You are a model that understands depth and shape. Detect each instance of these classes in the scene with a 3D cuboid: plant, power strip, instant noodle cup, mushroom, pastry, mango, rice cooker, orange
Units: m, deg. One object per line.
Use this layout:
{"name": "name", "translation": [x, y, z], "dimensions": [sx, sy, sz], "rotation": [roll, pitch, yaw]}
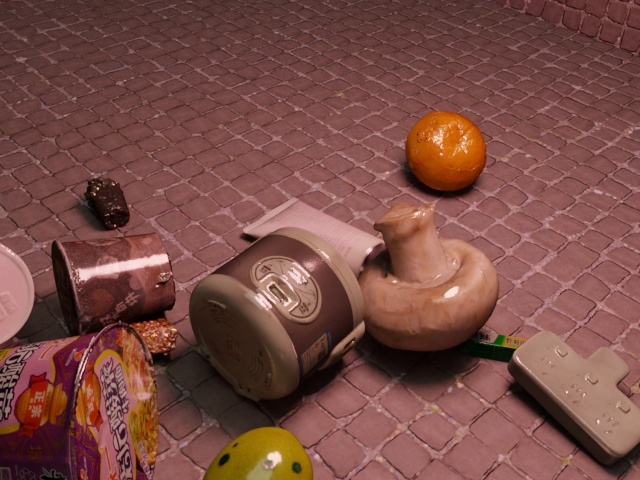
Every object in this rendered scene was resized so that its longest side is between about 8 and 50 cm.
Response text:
{"name": "plant", "translation": [-0.524, -0.097, 1.774], "dimensions": [0.092, 0.094, 0.143], "rotation": [-26, 52, -16]}
{"name": "power strip", "translation": [0.511, 0.278, 1.382], "dimensions": [0.194, 0.059, 0.265], "rotation": [-28, 59, -31]}
{"name": "instant noodle cup", "translation": [-0.437, 0.301, 1.151], "dimensions": [0.266, 0.339, 0.339], "rotation": [-4, 39, 8]}
{"name": "mushroom", "translation": [0.202, 0.071, 1.452], "dimensions": [0.298, 0.290, 0.297], "rotation": [-15, 28, 8]}
{"name": "pastry", "translation": [-0.369, 0.208, 1.438], "dimensions": [0.170, 0.063, 0.087], "rotation": [-11, 72, -20]}
{"name": "mango", "translation": [-0.124, 0.426, 1.137], "dimensions": [0.175, 0.143, 0.293], "rotation": [24, 53, 25]}
{"name": "rice cooker", "translation": [-0.076, 0.135, 1.385], "dimensions": [0.288, 0.288, 0.277], "rotation": [31, 46, 29]}
{"name": "instant noodle cup", "translation": [-0.422, 0.085, 1.478], "dimensions": [0.207, 0.217, 0.217], "rotation": [-13, 42, -28]}
{"name": "orange", "translation": [0.333, -0.237, 1.919], "dimensions": [0.219, 0.193, 0.219], "rotation": [11, 70, -32]}

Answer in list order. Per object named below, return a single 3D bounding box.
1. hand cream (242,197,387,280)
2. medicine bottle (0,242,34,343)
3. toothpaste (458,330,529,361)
{"name": "hand cream", "translation": [0.000, 0.000, 1.695], "dimensions": [0.359, 0.118, 0.185], "rotation": [26, 48, 36]}
{"name": "medicine bottle", "translation": [-0.654, 0.095, 1.311], "dimensions": [0.214, 0.213, 0.379], "rotation": [-25, 12, -30]}
{"name": "toothpaste", "translation": [0.378, 0.222, 1.488], "dimensions": [0.179, 0.043, 0.037], "rotation": [9, 39, 7]}
